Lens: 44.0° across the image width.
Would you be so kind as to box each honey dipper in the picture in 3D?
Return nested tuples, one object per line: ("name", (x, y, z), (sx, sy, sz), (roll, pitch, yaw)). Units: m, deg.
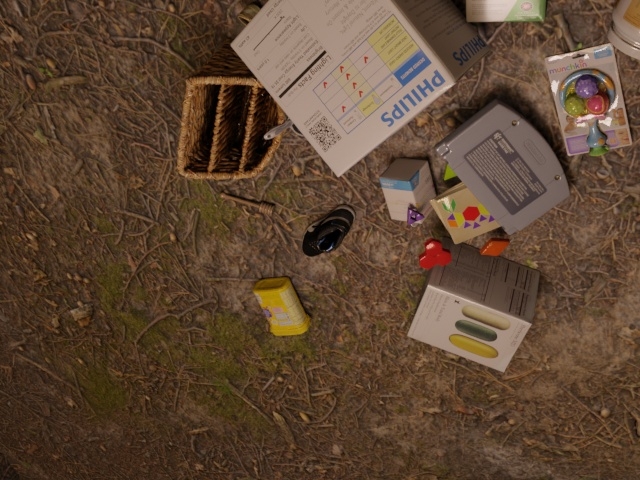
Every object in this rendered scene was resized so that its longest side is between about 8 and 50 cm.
("honey dipper", (-0.202, -0.102, 2.158), (0.160, 0.030, 0.031), (16, 133, 12))

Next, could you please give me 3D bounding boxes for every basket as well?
("basket", (-0.194, -0.280, 1.872), (0.213, 0.223, 0.299), (22, 133, 4))

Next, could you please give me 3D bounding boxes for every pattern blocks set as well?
("pattern blocks set", (0.363, -0.078, 1.862), (0.324, 0.026, 0.286), (-16, 121, 6))

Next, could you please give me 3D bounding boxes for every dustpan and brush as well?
("dustpan and brush", (-0.055, -0.285, 1.816), (0.060, 0.211, 0.147), (36, 146, 42))

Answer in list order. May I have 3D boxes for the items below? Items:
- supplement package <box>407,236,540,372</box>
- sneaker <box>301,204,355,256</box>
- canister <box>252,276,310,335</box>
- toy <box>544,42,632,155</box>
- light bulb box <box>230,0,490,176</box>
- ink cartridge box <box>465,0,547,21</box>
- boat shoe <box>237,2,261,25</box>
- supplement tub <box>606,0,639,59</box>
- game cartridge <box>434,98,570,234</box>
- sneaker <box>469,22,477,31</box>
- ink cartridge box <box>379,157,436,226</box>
("supplement package", (0.388, 0.161, 2.011), (0.262, 0.198, 0.199), (20, 133, 6))
("sneaker", (0.000, 0.000, 2.094), (0.079, 0.121, 0.217), (38, 133, -9))
("canister", (-0.116, 0.193, 2.343), (0.126, 0.073, 0.170), (-6, 124, 27))
("toy", (0.562, -0.280, 1.661), (0.136, 0.056, 0.237), (-8, 124, 27))
("light bulb box", (0.078, -0.391, 1.608), (0.361, 0.225, 0.358), (51, 131, -3))
("ink cartridge box", (0.356, -0.534, 1.509), (0.154, 0.093, 0.212), (5, 131, 19))
("boat shoe", (-0.121, -0.464, 1.791), (0.153, 0.048, 0.056), (48, 157, -17))
("supplement tub", (0.622, -0.441, 1.437), (0.144, 0.144, 0.200), (22, 134, 4))
("game cartridge", (0.418, -0.166, 1.768), (0.198, 0.062, 0.297), (-39, 115, 13))
("sneaker", (0.246, -0.393, 1.700), (0.094, 0.080, 0.212), (37, 128, 8))
("ink cartridge box", (0.215, -0.113, 1.913), (0.089, 0.092, 0.143), (11, 134, 38))
